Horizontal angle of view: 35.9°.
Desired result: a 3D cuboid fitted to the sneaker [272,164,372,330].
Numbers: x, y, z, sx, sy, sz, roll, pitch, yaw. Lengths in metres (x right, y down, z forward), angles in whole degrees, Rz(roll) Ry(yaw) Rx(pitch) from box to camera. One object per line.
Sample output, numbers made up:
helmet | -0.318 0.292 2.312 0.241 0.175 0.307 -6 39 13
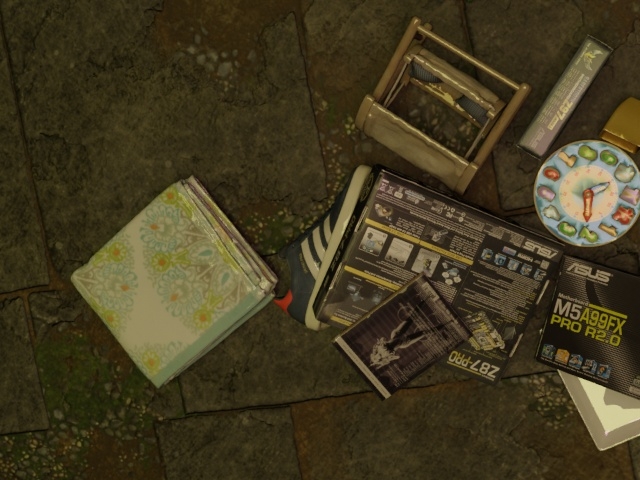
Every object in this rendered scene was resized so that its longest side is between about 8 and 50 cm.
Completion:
sneaker | 0.000 0.000 2.004 0.148 0.131 0.350 23 95 26

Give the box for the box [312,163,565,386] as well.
box | 0.225 0.071 1.906 0.395 0.097 0.318 21 100 -10

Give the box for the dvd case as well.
dvd case | 0.155 0.184 1.876 0.221 0.018 0.164 -38 107 8

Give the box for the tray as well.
tray | 0.553 0.265 1.939 0.145 0.030 0.270 -27 90 17

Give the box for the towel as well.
towel | -0.311 0.090 2.113 0.374 0.090 0.320 -40 83 15

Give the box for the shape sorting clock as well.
shape sorting clock | 0.515 -0.090 1.901 0.206 0.040 0.206 2 97 14

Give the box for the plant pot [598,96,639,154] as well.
plant pot | 0.580 -0.220 1.852 0.082 0.081 0.083 27 90 10

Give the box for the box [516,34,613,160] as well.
box | 0.450 -0.260 1.824 0.059 0.183 0.232 33 103 9

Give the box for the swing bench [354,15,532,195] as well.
swing bench | 0.229 -0.250 1.891 0.253 0.165 0.254 33 104 8

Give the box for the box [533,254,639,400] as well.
box | 0.555 0.166 1.838 0.270 0.060 0.216 20 100 32
